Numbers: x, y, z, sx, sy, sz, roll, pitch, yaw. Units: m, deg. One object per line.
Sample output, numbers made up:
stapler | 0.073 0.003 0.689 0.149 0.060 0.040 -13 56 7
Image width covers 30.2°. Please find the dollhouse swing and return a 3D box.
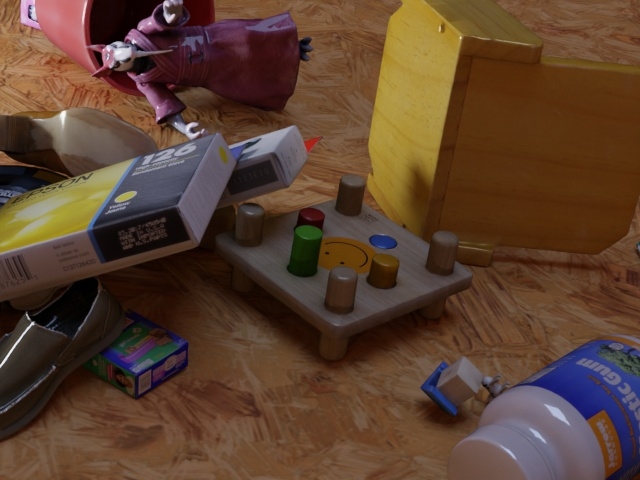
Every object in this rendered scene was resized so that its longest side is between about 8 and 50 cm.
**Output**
dollhouse swing | 0.278 -0.172 1.759 0.305 0.346 0.315 -3 31 -19

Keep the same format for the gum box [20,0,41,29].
gum box | -0.500 -0.466 2.361 0.107 0.062 0.188 21 32 21

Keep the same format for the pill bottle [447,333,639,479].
pill bottle | 0.265 0.212 1.281 0.152 0.152 0.272 31 36 34

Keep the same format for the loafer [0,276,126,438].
loafer | -0.323 0.122 1.315 0.094 0.087 0.251 24 49 26

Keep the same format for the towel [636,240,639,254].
towel | 0.546 0.044 1.781 0.113 0.023 0.152 5 30 -5

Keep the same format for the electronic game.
electronic game | -0.436 -0.048 1.661 0.229 0.048 0.229 7 30 -4

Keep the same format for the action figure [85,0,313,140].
action figure | -0.214 -0.325 2.005 0.370 0.248 0.275 0 30 -20

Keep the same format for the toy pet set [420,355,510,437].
toy pet set | 0.176 0.202 1.395 0.114 0.065 0.122 44 34 -8

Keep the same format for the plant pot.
plant pot | -0.368 -0.411 2.132 0.275 0.274 0.243 -18 29 -39

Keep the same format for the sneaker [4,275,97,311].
sneaker | -0.340 0.031 1.511 0.057 0.075 0.161 37 37 21

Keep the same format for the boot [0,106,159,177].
boot | -0.331 -0.140 1.731 0.295 0.104 0.211 10 5 17

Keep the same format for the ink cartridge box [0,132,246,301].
ink cartridge box | -0.263 -0.044 1.452 0.304 0.072 0.307 -16 24 15

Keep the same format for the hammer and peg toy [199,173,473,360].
hammer and peg toy | 0.000 0.000 1.608 0.266 0.127 0.361 -17 38 -38

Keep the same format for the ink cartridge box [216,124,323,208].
ink cartridge box | -0.149 -0.098 1.662 0.275 0.060 0.239 -16 18 18

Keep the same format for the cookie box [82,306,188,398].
cookie box | -0.226 0.131 1.408 0.107 0.040 0.092 25 35 28
